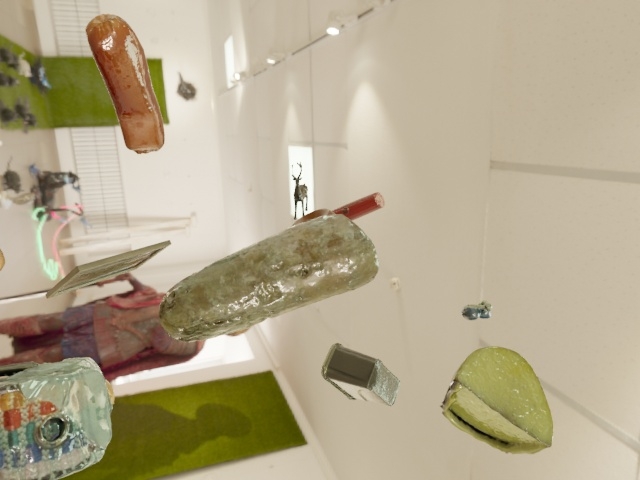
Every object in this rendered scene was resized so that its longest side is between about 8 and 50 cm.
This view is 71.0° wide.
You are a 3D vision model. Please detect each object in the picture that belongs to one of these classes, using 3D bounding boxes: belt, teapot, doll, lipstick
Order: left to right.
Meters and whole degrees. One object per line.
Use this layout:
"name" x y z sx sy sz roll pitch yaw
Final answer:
"belt" -0.400 0.233 0.557 0.207 0.258 0.149 149 -66 -66
"teapot" 0.000 0.000 0.919 0.173 0.116 0.116 -133 -139 -68
"lipstick" 0.113 -0.108 1.713 0.280 0.073 0.073 -22 -108 37
"doll" 0.445 0.202 1.276 0.076 0.083 0.050 26 56 -83

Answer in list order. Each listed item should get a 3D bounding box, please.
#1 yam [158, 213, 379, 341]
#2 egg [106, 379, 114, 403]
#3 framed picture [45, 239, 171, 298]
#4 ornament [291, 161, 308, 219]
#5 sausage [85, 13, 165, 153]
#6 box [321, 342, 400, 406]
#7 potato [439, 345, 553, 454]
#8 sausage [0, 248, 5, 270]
"yam" -0.083 0.064 0.692 0.133 0.331 0.133 158 -90 -81
"egg" -0.549 0.371 1.090 0.096 0.080 0.080 69 -19 0
"framed picture" -0.511 0.067 1.092 0.184 0.250 0.016 -29 -93 33
"ornament" -0.044 -0.113 0.962 0.073 0.028 0.125 -68 158 -56
"sausage" -0.376 -0.295 0.886 0.083 0.089 0.300 55 -24 30
"box" 0.143 0.463 1.501 0.178 0.274 0.138 7 -118 38
"potato" 0.547 0.502 1.435 0.330 0.212 0.280 35 -33 9
"sausage" -0.982 0.011 1.235 0.241 0.136 0.120 93 4 -46
